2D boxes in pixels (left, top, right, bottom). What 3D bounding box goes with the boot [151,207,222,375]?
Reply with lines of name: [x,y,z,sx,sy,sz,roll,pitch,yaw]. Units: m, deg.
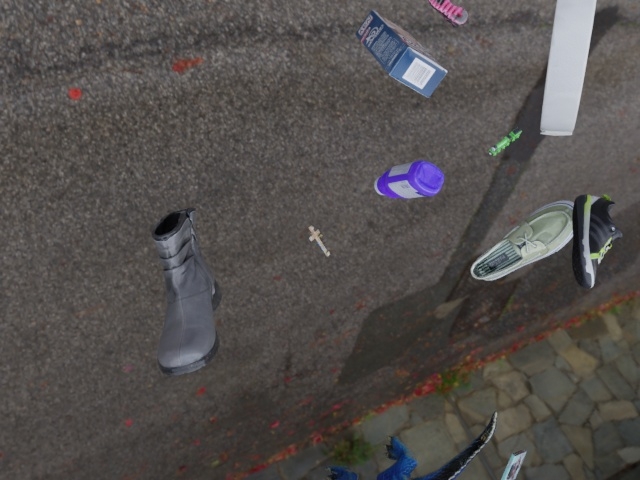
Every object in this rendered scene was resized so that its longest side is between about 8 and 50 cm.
boot: [-0.271,0.081,1.115,0.118,0.338,0.222,-13,115,-3]

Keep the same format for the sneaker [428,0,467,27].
sneaker: [0.300,-0.560,1.426,0.047,0.119,0.057,-46,179,0]

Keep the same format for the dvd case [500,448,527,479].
dvd case: [0.529,0.618,1.612,0.119,0.013,0.087,19,94,-56]

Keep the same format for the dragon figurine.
dragon figurine: [0.062,0.279,0.592,0.289,0.085,0.144,-26,-171,18]

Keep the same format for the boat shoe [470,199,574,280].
boat shoe: [0.502,0.014,1.446,0.302,0.109,0.094,-44,165,32]

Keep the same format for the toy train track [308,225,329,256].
toy train track: [0.000,0.000,1.394,0.014,0.083,0.048,-24,-165,36]

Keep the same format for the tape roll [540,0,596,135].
tape roll: [0.526,-0.421,1.243,0.072,0.392,0.392,8,153,20]

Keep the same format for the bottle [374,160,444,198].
bottle: [0.267,-0.185,1.861,0.118,0.283,0.092,28,79,-20]

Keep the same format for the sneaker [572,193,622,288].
sneaker: [0.601,-0.006,1.270,0.097,0.234,0.084,5,152,14]

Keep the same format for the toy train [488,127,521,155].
toy train: [0.367,-0.197,1.171,0.083,0.017,0.023,-36,163,-16]

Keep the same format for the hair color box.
hair color box: [0.255,-0.612,1.913,0.174,0.347,0.105,20,119,-32]
